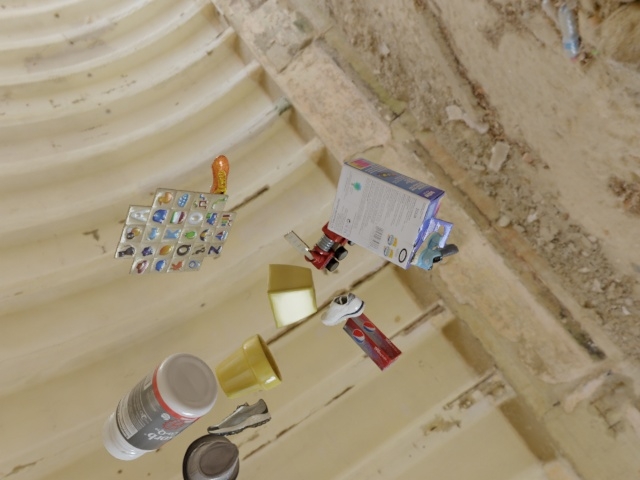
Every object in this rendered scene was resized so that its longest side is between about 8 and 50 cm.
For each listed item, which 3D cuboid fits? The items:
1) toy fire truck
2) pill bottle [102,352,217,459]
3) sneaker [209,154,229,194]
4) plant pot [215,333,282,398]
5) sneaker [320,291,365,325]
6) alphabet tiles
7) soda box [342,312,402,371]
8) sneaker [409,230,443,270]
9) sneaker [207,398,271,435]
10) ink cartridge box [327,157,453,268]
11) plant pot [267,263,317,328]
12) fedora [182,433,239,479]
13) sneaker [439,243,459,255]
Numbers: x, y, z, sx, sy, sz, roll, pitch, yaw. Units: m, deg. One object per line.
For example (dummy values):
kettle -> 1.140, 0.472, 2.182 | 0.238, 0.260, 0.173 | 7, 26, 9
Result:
toy fire truck -> 0.000, 0.000, 1.680 | 0.158, 0.217, 0.246 | 44, -163, 24
pill bottle -> -0.516, 0.534, 1.364 | 0.210, 0.363, 0.210 | 40, -157, -21
sneaker -> -0.327, -0.200, 1.420 | 0.067, 0.064, 0.175 | 51, 140, 39
plant pot -> -0.334, 0.593, 1.960 | 0.253, 0.239, 0.254 | 60, 174, 11
sneaker -> 0.073, 0.271, 1.733 | 0.095, 0.235, 0.090 | 38, -138, -22
alphabet tiles -> -0.415, -0.020, 1.267 | 0.343, 0.284, 0.011 | 0, -147, -49
soda box -> 0.223, 0.436, 1.878 | 0.084, 0.092, 0.263 | -18, -127, -45
sneaker -> 0.313, 0.035, 1.215 | 0.073, 0.063, 0.162 | 36, -133, 11
sneaker -> -0.347, 0.756, 1.820 | 0.100, 0.272, 0.107 | 79, 172, -62
ink cartridge box -> 0.244, -0.087, 1.479 | 0.396, 0.269, 0.151 | 29, -146, 25
plant pot -> -0.118, 0.231, 1.886 | 0.212, 0.188, 0.212 | -97, -2, -58
fedora -> -0.442, 0.933, 1.818 | 0.276, 0.124, 0.243 | 0, -126, -44
sneaker -> 0.442, 0.021, 1.824 | 0.319, 0.112, 0.130 | -13, 83, 56
